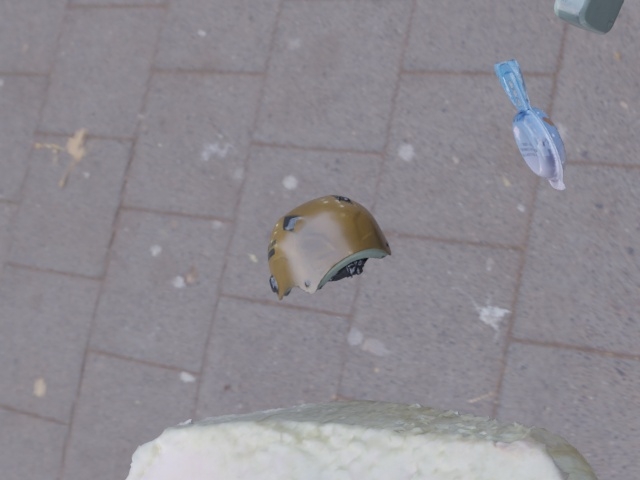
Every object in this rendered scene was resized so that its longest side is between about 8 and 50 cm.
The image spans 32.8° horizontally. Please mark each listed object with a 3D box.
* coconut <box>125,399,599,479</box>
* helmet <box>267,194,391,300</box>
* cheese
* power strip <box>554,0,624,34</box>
[{"bbox_3d":[0.046,0.301,0.678,0.405,0.404,0.404,-7,75,28],"label":"coconut"},{"bbox_3d":[0.000,0.000,1.710,0.198,0.224,0.130,-22,95,-19],"label":"helmet"},{"bbox_3d":[0.364,-0.197,1.869,0.052,0.135,0.244,-26,99,-7],"label":"cheese"},{"bbox_3d":[0.426,-0.451,1.625,0.059,0.194,0.265,31,105,33],"label":"power strip"}]
